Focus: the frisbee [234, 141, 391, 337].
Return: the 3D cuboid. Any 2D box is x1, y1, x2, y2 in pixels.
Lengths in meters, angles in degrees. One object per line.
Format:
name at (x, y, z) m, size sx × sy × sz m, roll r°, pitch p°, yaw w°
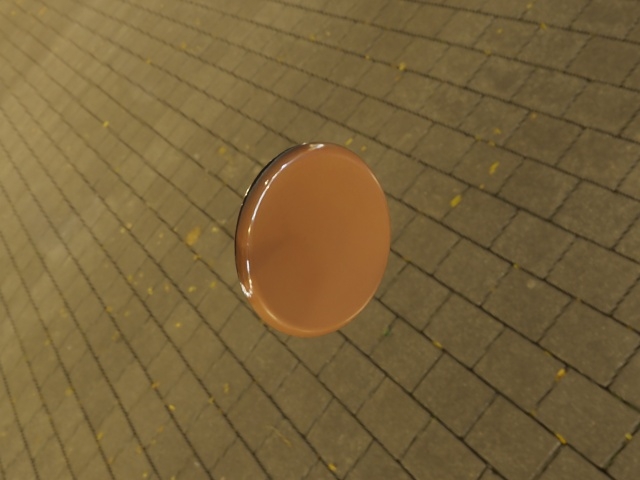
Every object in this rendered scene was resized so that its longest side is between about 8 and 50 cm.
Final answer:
frisbee at (0.000, 0.000, 1.022) m, size 0.021 × 0.251 × 0.251 m, roll 10°, pitch 65°, yaw 50°
